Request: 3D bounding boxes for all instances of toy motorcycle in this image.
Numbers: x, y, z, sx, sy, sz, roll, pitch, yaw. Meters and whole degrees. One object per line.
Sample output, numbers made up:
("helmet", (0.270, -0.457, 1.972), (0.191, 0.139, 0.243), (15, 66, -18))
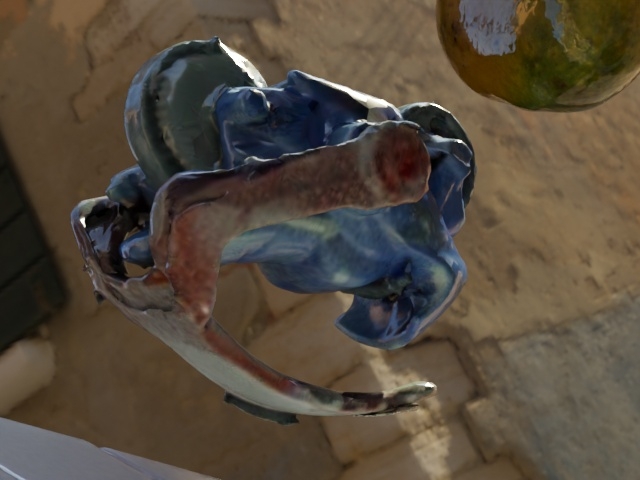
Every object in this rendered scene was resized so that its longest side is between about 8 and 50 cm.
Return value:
("toy motorcycle", (-0.015, -0.001, 0.765), (0.319, 0.182, 0.241), (9, -76, -38))

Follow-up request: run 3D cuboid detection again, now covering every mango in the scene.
("mango", (0.152, -0.157, 0.696), (0.151, 0.120, 0.221), (-62, 17, 7))

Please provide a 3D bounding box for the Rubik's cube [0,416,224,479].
("Rubik's cube", (-0.078, 0.308, 0.521), (0.319, 0.315, 0.322), (21, 4, -21))
